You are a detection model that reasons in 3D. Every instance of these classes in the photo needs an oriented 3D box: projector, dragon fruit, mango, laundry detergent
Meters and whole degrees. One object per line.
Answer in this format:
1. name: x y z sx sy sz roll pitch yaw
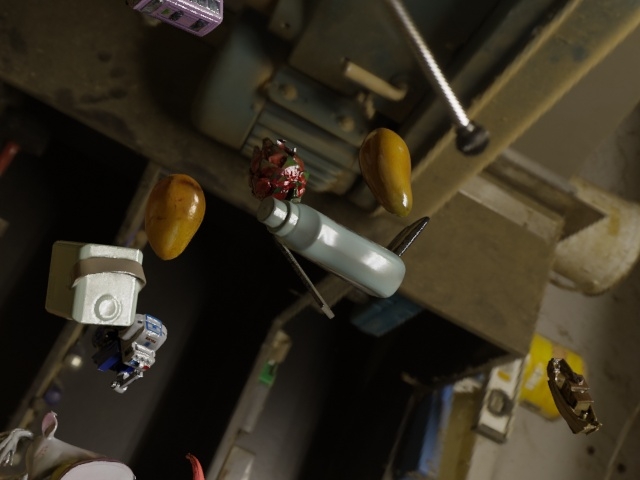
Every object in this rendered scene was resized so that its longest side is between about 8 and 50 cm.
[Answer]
1. projector: -0.508 0.095 1.869 0.242 0.163 0.177 2 -94 53
2. dragon fruit: -0.117 -0.176 2.280 0.182 0.182 0.188 -52 -168 50
3. mango: 0.110 -0.115 1.398 0.085 0.102 0.184 -23 -137 20
4. mango: -0.362 -0.057 2.035 0.112 0.145 0.219 -13 122 -71
5. laundry detergent: 0.000 0.000 2.027 0.264 0.398 0.124 29 -90 52

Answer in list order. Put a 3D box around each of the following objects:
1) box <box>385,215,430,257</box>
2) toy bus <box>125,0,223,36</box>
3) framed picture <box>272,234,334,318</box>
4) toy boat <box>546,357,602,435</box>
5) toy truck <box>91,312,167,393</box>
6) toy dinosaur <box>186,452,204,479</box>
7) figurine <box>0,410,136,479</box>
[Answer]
1. box: 0.213 0.016 2.264 0.212 0.042 0.201 -47 180 -19
2. toy bus: -0.294 -0.488 1.658 0.096 0.199 0.108 -23 -114 40
3. framed picture: -0.051 0.110 2.475 0.018 0.265 0.192 -35 164 0
4. toy boat: 0.509 0.308 1.668 0.206 0.064 0.072 -104 -159 -60
5. toy truck: -0.534 0.306 2.333 0.213 0.161 0.177 -40 -139 20
6. toy dinosaur: -0.248 0.605 1.882 0.286 0.139 0.070 -95 -154 -55
7. figurine: -0.596 0.490 1.726 0.316 0.206 0.284 9 -148 43
